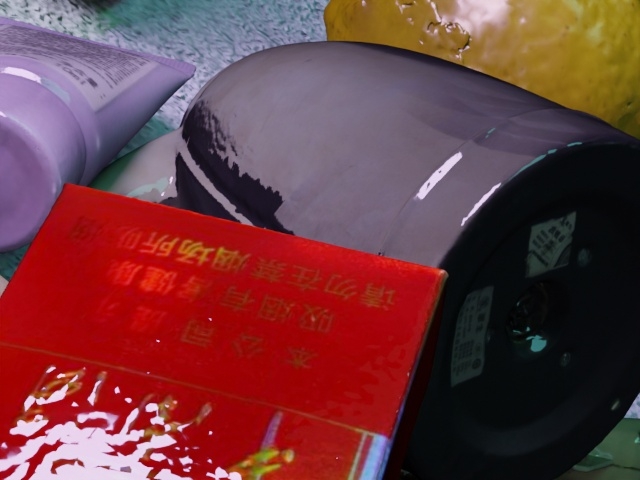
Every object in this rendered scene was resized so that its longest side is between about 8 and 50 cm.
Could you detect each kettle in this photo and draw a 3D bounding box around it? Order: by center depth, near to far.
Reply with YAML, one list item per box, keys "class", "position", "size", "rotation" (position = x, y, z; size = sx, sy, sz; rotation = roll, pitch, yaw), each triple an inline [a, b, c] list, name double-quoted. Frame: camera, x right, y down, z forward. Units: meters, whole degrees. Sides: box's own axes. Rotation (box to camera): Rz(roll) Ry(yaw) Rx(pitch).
- class: "kettle"
  position: [0.000, 0.000, 0.982]
  size: [0.321, 0.228, 0.324]
  rotation: [-22, 35, -30]

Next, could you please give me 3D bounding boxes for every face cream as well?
- class: "face cream"
  position: [-0.175, -0.087, 1.004]
  size: [0.154, 0.096, 0.274]
  rotation: [11, 25, 2]

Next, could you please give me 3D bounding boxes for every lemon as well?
- class: "lemon"
  position: [0.138, -0.144, 1.277]
  size: [0.310, 0.253, 0.253]
  rotation: [46, 30, 7]

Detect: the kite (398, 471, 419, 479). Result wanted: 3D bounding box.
- class: "kite"
  position: [0.200, 0.205, 0.963]
  size: [0.377, 0.013, 0.327]
  rotation: [23, 3, -5]

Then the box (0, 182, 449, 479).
- class: "box"
  position: [-0.076, 0.122, 0.698]
  size: [0.197, 0.089, 0.313]
  rotation: [14, 46, 8]

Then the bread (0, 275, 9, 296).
- class: "bread"
  position: [-0.246, 0.012, 0.828]
  size: [0.178, 0.060, 0.139]
  rotation: [45, 29, 10]

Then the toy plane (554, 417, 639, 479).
- class: "toy plane"
  position: [0.232, 0.156, 1.085]
  size: [0.256, 0.104, 0.242]
  rotation: [25, -2, -30]
